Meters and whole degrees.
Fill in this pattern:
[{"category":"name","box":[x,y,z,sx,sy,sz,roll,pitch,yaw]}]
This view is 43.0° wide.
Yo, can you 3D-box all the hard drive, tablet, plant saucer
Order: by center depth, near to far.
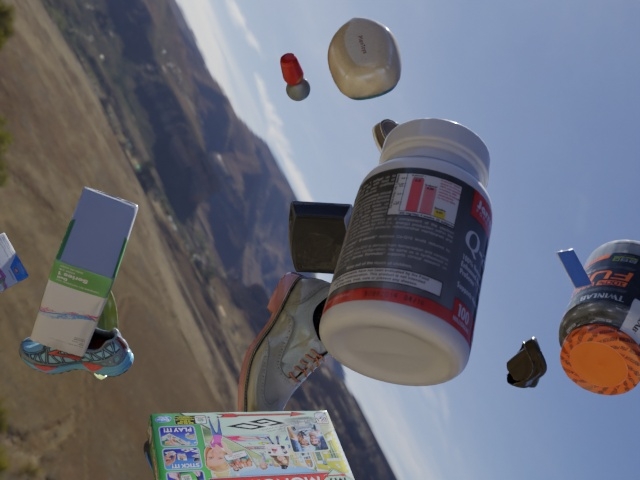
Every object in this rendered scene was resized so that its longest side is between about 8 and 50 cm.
[{"category":"tablet","box":[0.507,0.057,1.629,0.006,0.054,0.083,-48,-122,49]},{"category":"plant saucer","box":[-0.566,0.230,2.054,0.241,0.037,0.241,-1,90,-85]},{"category":"hard drive","box":[0.000,0.000,2.116,0.254,0.172,0.054,92,2,-51]}]

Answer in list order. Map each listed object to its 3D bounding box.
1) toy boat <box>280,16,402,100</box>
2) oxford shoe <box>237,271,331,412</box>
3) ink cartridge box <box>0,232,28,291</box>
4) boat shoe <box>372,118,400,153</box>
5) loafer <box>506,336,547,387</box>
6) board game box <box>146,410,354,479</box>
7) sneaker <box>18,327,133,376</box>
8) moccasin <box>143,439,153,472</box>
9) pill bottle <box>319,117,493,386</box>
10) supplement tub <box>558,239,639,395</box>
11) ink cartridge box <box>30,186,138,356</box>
[{"category":"toy boat","box":[0.054,-0.454,2.132,0.148,0.318,0.267,68,14,-55]},{"category":"oxford shoe","box":[-0.065,0.253,1.767,0.140,0.147,0.397,49,53,-55]},{"category":"ink cartridge box","box":[-0.564,0.053,1.357,0.088,0.052,0.122,63,32,-9]},{"category":"boat shoe","box":[0.277,-0.232,2.334,0.324,0.117,0.096,52,-26,9]},{"category":"loafer","box":[0.498,0.311,1.989,0.220,0.078,0.080,80,-4,-54]},{"category":"board game box","box":[-0.112,0.370,1.331,0.213,0.317,0.046,-118,-143,-54]},{"category":"sneaker","box":[-0.554,0.226,1.826,0.104,0.262,0.125,-83,172,-49]},{"category":"moccasin","box":[-0.297,0.575,1.833,0.138,0.117,0.342,-44,121,-67]},{"category":"pill bottle","box":[0.139,0.009,1.189,0.210,0.210,0.363,71,30,-53]},{"category":"supplement tub","box":[0.640,0.164,1.759,0.207,0.338,0.207,16,-51,22]},{"category":"ink cartridge box","box":[-0.471,0.067,1.616,0.201,0.117,0.278,-85,-159,-44]}]
